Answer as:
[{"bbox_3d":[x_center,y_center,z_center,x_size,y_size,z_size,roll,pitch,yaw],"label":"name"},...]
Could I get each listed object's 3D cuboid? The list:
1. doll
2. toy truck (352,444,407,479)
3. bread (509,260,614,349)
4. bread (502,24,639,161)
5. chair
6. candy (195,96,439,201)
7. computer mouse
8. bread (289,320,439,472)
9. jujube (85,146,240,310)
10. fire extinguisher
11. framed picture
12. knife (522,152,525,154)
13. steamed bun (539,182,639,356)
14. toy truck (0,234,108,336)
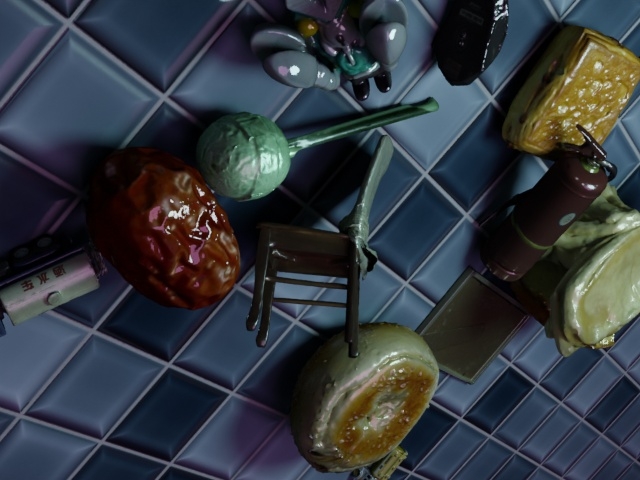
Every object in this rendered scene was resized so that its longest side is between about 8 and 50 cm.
[{"bbox_3d":[0.042,-0.266,1.187,0.258,0.153,0.195,16,139,-40],"label":"doll"},{"bbox_3d":[0.127,0.472,1.914,0.123,0.063,0.052,-53,139,8],"label":"toy truck"},{"bbox_3d":[0.484,0.117,1.859,0.260,0.134,0.129,43,72,-8],"label":"bread"},{"bbox_3d":[0.428,-0.247,1.560,0.210,0.099,0.235,10,119,-39],"label":"bread"},{"bbox_3d":[0.000,0.000,1.356,0.160,0.186,0.319,79,17,-72],"label":"chair"},{"bbox_3d":[0.015,-0.151,1.315,0.440,0.119,0.119,-19,132,-36],"label":"candy"},{"bbox_3d":[0.230,-0.309,1.351,0.057,0.099,0.172,-14,133,-42],"label":"computer mouse"},{"bbox_3d":[0.067,0.274,1.639,0.305,0.159,0.305,-25,136,-26],"label":"bread"},{"bbox_3d":[-0.200,-0.014,1.184,0.174,0.174,0.250,-41,136,-4],"label":"jujube"},{"bbox_3d":[0.394,-0.067,1.602,0.141,0.105,0.341,21,137,-11],"label":"fire extinguisher"},{"bbox_3d":[0.307,0.182,1.863,0.213,0.016,0.289,-51,138,8],"label":"framed picture"},{"bbox_3d":[0.404,-0.178,1.657,0.096,0.010,0.027,-26,135,-20],"label":"knife"},{"bbox_3d":[0.548,0.014,1.758,0.428,0.189,0.247,-35,121,-22],"label":"steamed bun"},{"bbox_3d":[-0.373,0.061,1.169,0.202,0.088,0.074,-26,136,-20],"label":"toy truck"}]
